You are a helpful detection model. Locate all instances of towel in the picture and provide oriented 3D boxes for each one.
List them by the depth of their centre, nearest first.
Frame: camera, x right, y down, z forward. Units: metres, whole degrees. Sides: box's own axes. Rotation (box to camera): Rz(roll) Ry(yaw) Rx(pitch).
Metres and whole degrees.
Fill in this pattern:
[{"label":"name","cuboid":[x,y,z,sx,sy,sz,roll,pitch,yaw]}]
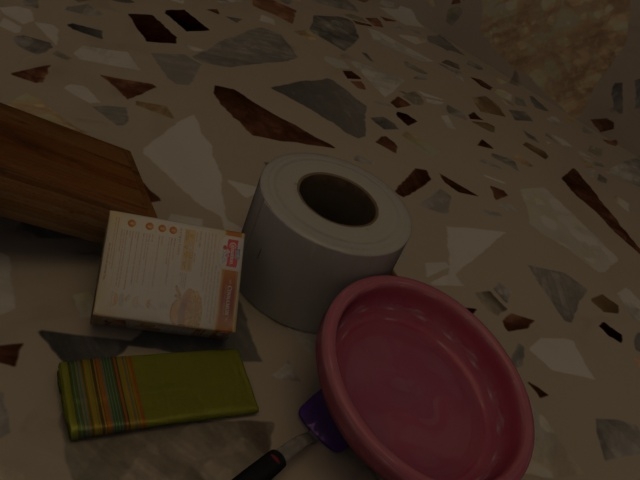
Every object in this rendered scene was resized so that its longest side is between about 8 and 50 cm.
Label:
[{"label":"towel","cuboid":[-0.200,0.188,0.885,0.237,0.021,0.102,0,47,-30]}]

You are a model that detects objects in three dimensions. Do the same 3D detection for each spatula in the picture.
[{"label":"spatula","cuboid":[-0.038,0.258,0.868,0.084,0.030,0.296,42,38,20]}]

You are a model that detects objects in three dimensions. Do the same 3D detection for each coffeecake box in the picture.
[{"label":"coffeecake box","cuboid":[-0.205,0.050,0.960,0.185,0.068,0.143,10,70,-18]}]

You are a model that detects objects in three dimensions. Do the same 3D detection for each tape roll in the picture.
[{"label":"tape roll","cuboid":[0.000,0.000,1.104,0.246,0.169,0.246,16,36,-12]}]

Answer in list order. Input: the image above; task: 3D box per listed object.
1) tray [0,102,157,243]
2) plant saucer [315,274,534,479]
[{"label":"tray","cuboid":[-0.439,-0.119,0.969,0.410,0.076,0.203,18,25,-38]},{"label":"plant saucer","cuboid":[0.132,0.202,0.956,0.332,0.084,0.332,21,41,-20]}]
